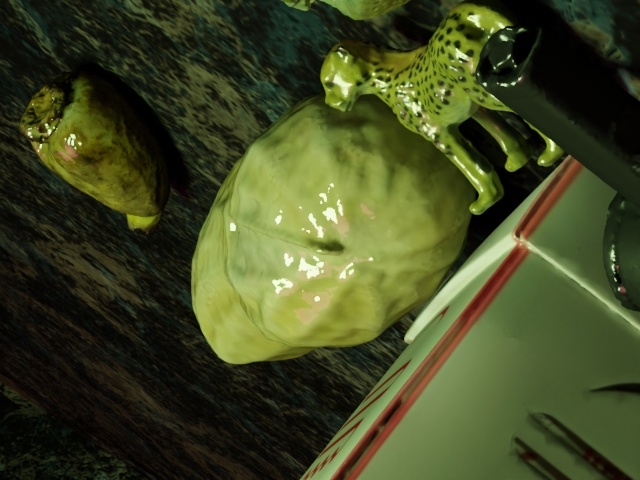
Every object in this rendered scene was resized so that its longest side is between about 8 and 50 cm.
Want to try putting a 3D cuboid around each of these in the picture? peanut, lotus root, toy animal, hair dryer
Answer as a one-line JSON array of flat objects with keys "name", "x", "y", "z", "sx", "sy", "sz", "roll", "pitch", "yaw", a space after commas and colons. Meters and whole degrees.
[{"name": "peanut", "x": 0.002, "y": -0.006, "z": 1.186, "sx": 0.158, "sy": 0.174, "sz": 0.340, "roll": -3, "pitch": 174, "yaw": -15}, {"name": "lotus root", "x": -0.188, "y": -0.076, "z": 1.507, "sx": 0.191, "sy": 0.094, "sz": 0.108, "roll": 45, "pitch": -174, "yaw": -44}, {"name": "toy animal", "x": 0.083, "y": -0.093, "z": 0.963, "sx": 0.136, "sy": 0.073, "sz": 0.181, "roll": 42, "pitch": 160, "yaw": -4}, {"name": "hair dryer", "x": 0.174, "y": -0.029, "z": 0.822, "sx": 0.251, "sy": 0.089, "sz": 0.197, "roll": 29, "pitch": 169, "yaw": -30}]

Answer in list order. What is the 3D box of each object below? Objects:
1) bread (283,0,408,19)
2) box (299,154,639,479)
[{"name": "bread", "x": -0.006, "y": -0.178, "z": 0.881, "sx": 0.156, "sy": 0.110, "sz": 0.103, "roll": 38, "pitch": 167, "yaw": 9}, {"name": "box", "x": 0.163, "y": 0.179, "z": 1.076, "sx": 0.314, "sy": 0.300, "sz": 0.312, "roll": 39, "pitch": 162, "yaw": 2}]
